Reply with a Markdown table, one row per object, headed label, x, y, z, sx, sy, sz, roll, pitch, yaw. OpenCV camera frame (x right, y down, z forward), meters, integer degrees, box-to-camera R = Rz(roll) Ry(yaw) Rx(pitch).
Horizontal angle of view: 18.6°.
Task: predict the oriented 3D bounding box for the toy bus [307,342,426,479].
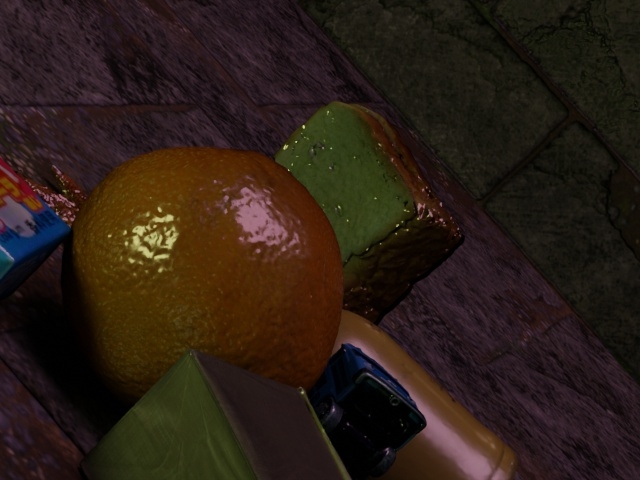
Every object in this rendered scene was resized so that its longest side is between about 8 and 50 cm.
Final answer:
| label | x | y | z | sx | sy | sz | roll | pitch | yaw |
| --- | --- | --- | --- | --- | --- | --- | --- | --- | --- |
| toy bus | 0.001 | 0.184 | 1.783 | 0.090 | 0.185 | 0.106 | 41 | 13 | -20 |

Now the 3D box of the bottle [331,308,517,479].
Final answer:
| label | x | y | z | sx | sy | sz | roll | pitch | yaw |
| --- | --- | --- | --- | --- | --- | --- | --- | --- | --- |
| bottle | 0.013 | 0.159 | 1.924 | 0.351 | 0.171 | 0.171 | 43 | 15 | -5 |

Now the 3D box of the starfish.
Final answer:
| label | x | y | z | sx | sy | sz | roll | pitch | yaw |
| --- | --- | --- | --- | --- | --- | --- | --- | --- | --- |
| starfish | -0.208 | 0.007 | 1.949 | 0.227 | 0.043 | 0.240 | 50 | 13 | 10 |

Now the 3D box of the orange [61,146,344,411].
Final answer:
| label | x | y | z | sx | sy | sz | roll | pitch | yaw |
| --- | --- | --- | --- | --- | --- | --- | --- | --- | --- |
| orange | -0.102 | 0.046 | 1.728 | 0.264 | 0.264 | 0.264 | 43 | 16 | -15 |

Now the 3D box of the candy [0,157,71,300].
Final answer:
| label | x | y | z | sx | sy | sz | roll | pitch | yaw |
| --- | --- | --- | --- | --- | --- | --- | --- | --- | --- |
| candy | -0.362 | -0.074 | 1.627 | 0.306 | 0.100 | 0.157 | 46 | 16 | 0 |

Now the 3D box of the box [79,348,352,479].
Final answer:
| label | x | y | z | sx | sy | sz | roll | pitch | yaw |
| --- | --- | --- | --- | --- | --- | --- | --- | --- | --- |
| box | -0.061 | 0.232 | 1.558 | 0.149 | 0.155 | 0.231 | 26 | 27 | -47 |

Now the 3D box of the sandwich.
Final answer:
| label | x | y | z | sx | sy | sz | roll | pitch | yaw |
| --- | --- | --- | --- | --- | --- | --- | --- | --- | --- |
| sandwich | -0.001 | -0.001 | 2.086 | 0.095 | 0.273 | 0.249 | 32 | 19 | -42 |
